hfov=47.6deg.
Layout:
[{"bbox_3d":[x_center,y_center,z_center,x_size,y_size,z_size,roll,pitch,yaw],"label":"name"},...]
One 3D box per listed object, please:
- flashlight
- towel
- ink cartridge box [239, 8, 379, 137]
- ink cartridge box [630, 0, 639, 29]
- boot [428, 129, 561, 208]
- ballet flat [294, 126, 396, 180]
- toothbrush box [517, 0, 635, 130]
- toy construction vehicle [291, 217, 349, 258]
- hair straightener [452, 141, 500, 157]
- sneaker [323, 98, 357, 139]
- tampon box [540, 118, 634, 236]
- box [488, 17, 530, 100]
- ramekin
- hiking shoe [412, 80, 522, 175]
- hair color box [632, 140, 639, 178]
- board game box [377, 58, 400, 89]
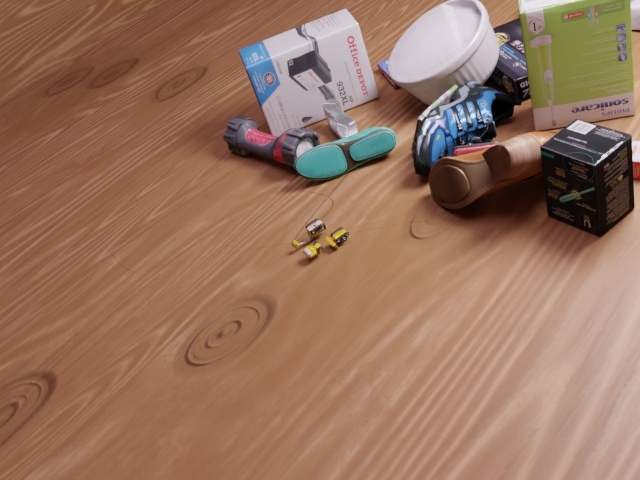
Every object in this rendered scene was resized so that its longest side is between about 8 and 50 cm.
[{"bbox_3d":[-0.127,-0.255,1.826,0.103,0.103,0.304,-41,41,-23],"label":"flashlight"},{"bbox_3d":[0.264,-0.276,1.658,0.023,0.113,0.152,35,59,20],"label":"towel"},{"bbox_3d":[-0.027,-0.436,1.905,0.308,0.223,0.129,-22,37,-1],"label":"ink cartridge box"},{"bbox_3d":[0.839,-0.640,1.866,0.296,0.066,0.261,-39,36,-23],"label":"ink cartridge box"},{"bbox_3d":[0.365,-0.151,1.436,0.220,0.109,0.283,-15,-10,-30],"label":"boot"},{"bbox_3d":[0.059,-0.203,1.702,0.248,0.083,0.087,-19,12,4],"label":"ballet flat"},{"bbox_3d":[0.534,-0.391,1.516,0.206,0.283,0.122,-8,37,18],"label":"toothbrush box"},{"bbox_3d":[0.000,0.000,1.501,0.098,0.035,0.086,-36,50,-16],"label":"toy construction vehicle"},{"bbox_3d":[0.391,-0.198,1.519,0.231,0.047,0.089,-12,13,9],"label":"hair straightener"},{"bbox_3d":[0.053,-0.289,1.827,0.054,0.061,0.152,-20,55,-10],"label":"sneaker"},{"bbox_3d":[0.476,-0.112,1.292,0.101,0.161,0.120,-36,40,-19],"label":"tampon box"},{"bbox_3d":[0.550,-0.478,1.803,0.294,0.073,0.295,-24,37,-1],"label":"box"},{"bbox_3d":[0.311,-0.450,1.776,0.273,0.127,0.272,-29,40,28],"label":"ramekin"},{"bbox_3d":[0.314,-0.248,1.589,0.132,0.113,0.304,21,57,34],"label":"hiking shoe"},{"bbox_3d":[0.608,-0.154,1.379,0.141,0.043,0.072,7,45,32],"label":"hair color box"},{"bbox_3d":[0.309,-0.503,1.988,0.281,0.027,0.145,-22,38,-1],"label":"board game box"}]
